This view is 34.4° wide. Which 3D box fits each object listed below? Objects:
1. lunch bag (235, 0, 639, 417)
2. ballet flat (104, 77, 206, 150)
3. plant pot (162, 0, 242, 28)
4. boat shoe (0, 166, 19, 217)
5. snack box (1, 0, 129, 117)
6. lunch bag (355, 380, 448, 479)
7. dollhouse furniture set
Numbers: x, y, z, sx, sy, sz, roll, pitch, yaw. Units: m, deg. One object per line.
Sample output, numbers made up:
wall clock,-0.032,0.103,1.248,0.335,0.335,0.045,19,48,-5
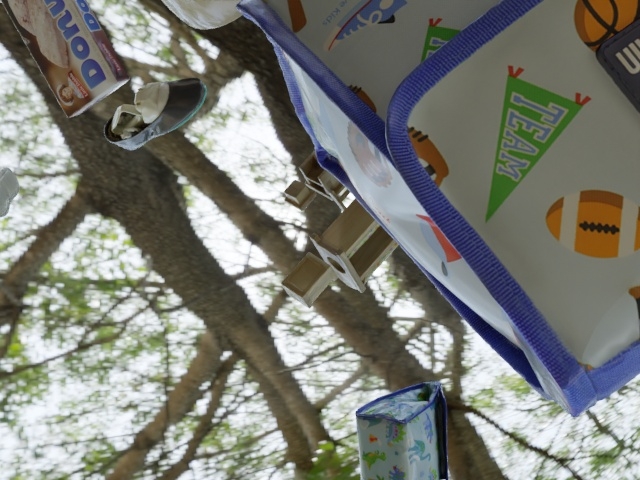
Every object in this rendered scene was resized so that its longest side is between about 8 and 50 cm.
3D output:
lunch bag,0.174,-0.109,0.678,0.328,0.239,0.385,-35,-135,-2
ballet flat,-0.242,-0.179,1.453,0.203,0.074,0.074,-22,-105,46
plant pot,-0.192,-0.496,1.590,0.284,0.191,0.284,-20,-123,34
boat shoe,-0.382,-0.050,1.187,0.038,0.125,0.046,-25,-67,9
snack box,-0.226,-0.194,0.848,0.064,0.022,0.178,-27,-87,30
lunch bag,0.120,0.263,1.345,0.096,0.151,0.128,4,-78,32
dollhouse furniture set,0.000,0.000,1.373,0.161,0.101,0.182,32,-107,38
